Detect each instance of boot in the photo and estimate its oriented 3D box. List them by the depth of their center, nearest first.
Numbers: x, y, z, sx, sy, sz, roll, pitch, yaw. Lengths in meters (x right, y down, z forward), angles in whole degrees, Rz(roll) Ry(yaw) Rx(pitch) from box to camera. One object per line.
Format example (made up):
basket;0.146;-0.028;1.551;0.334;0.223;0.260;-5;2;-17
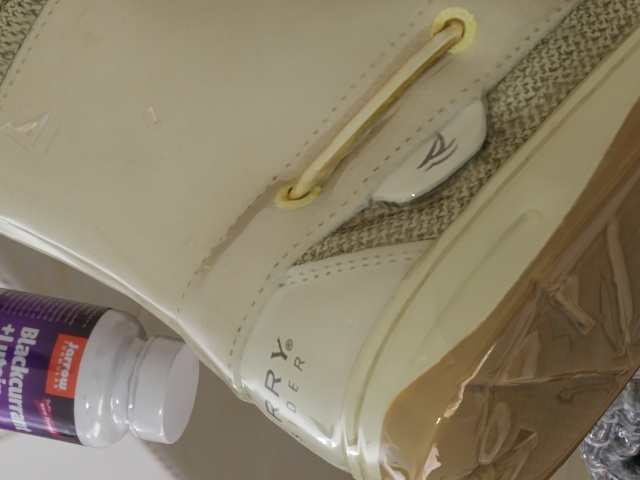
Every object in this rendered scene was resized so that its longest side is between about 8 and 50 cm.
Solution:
boot;0.028;-0.069;0.458;0.203;0.262;0.095;26;152;30

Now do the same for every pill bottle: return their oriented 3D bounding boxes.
pill bottle;-0.196;0.099;1.352;0.193;0.108;0.108;9;131;14

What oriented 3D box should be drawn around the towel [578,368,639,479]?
towel;0.223;0.077;0.736;0.121;0.235;0.283;-10;126;36
